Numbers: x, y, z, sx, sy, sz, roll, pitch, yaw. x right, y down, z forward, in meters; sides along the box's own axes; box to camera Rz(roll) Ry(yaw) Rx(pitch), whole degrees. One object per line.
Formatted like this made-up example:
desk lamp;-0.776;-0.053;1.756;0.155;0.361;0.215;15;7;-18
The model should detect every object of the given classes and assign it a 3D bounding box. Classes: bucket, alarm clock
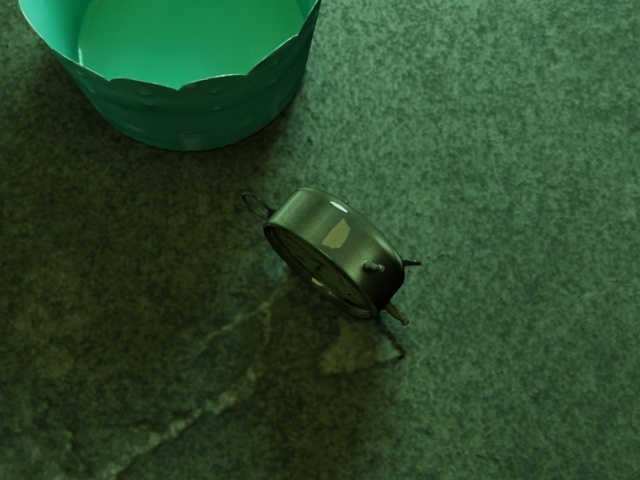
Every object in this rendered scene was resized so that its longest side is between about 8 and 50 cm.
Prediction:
bucket;-0.129;-0.227;0.970;0.281;0.183;0.281;0;73;-2
alarm clock;0.000;0.000;0.939;0.192;0.129;0.064;29;73;29
